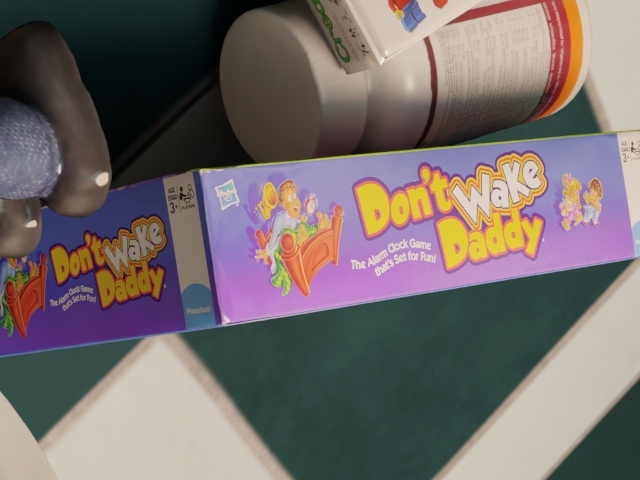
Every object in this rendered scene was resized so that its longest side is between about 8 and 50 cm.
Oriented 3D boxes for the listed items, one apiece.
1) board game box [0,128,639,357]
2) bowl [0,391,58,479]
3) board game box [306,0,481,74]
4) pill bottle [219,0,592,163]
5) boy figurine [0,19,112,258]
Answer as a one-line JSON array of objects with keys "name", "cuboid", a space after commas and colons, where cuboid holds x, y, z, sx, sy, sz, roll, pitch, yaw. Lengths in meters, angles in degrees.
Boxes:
[{"name": "board game box", "cuboid": [0.000, 0.000, 1.037, 0.347, 0.233, 0.078, -8, 88, -42]}, {"name": "bowl", "cuboid": [-0.261, 0.153, 0.883, 0.134, 0.298, 0.298, -39, 144, 18]}, {"name": "board game box", "cuboid": [0.093, -0.253, 1.023, 0.305, 0.053, 0.193, -34, 102, -23]}, {"name": "pill bottle", "cuboid": [0.054, -0.113, 1.102, 0.221, 0.121, 0.121, -18, 128, -36]}, {"name": "boy figurine", "cuboid": [-0.221, -0.006, 0.631, 0.285, 0.177, 0.092, -15, 82, -40]}]
